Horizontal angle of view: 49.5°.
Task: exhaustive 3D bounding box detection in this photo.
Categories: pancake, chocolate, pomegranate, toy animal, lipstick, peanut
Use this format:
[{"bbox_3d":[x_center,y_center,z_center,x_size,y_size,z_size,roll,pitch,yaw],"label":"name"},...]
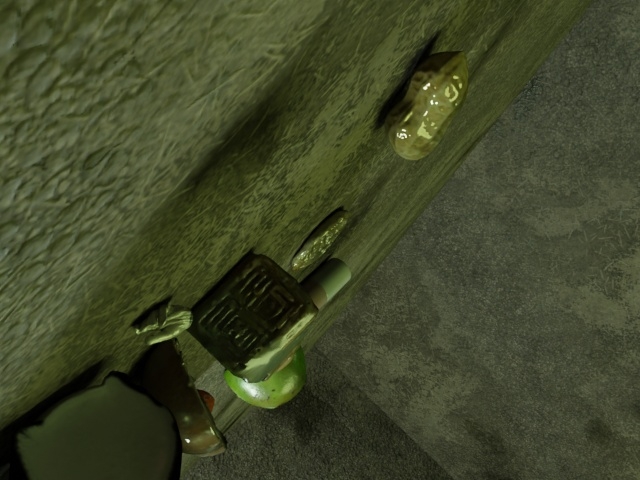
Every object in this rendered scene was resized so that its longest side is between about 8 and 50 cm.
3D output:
[{"bbox_3d":[0.001,0.001,1.272,0.152,0.025,0.151,-47,173,-8],"label":"pancake"},{"bbox_3d":[-0.202,0.237,0.981,0.083,0.161,0.261,-26,162,-13],"label":"chocolate"},{"bbox_3d":[-0.134,0.330,1.662,0.241,0.159,0.190,-45,172,19],"label":"pomegranate"},{"bbox_3d":[-0.260,0.275,0.761,0.187,0.165,0.235,-29,164,-47],"label":"toy animal"},{"bbox_3d":[-0.032,0.136,1.566,0.254,0.070,0.070,-41,169,-36],"label":"lipstick"},{"bbox_3d":[0.142,-0.184,0.949,0.093,0.083,0.194,-6,150,-17],"label":"peanut"}]

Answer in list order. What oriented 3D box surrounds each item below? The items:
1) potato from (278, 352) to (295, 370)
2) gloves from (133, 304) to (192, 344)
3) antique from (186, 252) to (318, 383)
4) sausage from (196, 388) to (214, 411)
[{"bbox_3d":[-0.110,0.200,1.359,0.178,0.118,0.110,76,20,-64],"label":"potato"},{"bbox_3d":[-0.174,0.094,0.781,0.081,0.037,0.044,-2,100,-57],"label":"gloves"},{"bbox_3d":[-0.099,0.134,1.045,0.150,0.125,0.284,-44,171,-13],"label":"antique"},{"bbox_3d":[-0.274,0.353,1.316,0.179,0.089,0.089,-48,173,-33],"label":"sausage"}]
